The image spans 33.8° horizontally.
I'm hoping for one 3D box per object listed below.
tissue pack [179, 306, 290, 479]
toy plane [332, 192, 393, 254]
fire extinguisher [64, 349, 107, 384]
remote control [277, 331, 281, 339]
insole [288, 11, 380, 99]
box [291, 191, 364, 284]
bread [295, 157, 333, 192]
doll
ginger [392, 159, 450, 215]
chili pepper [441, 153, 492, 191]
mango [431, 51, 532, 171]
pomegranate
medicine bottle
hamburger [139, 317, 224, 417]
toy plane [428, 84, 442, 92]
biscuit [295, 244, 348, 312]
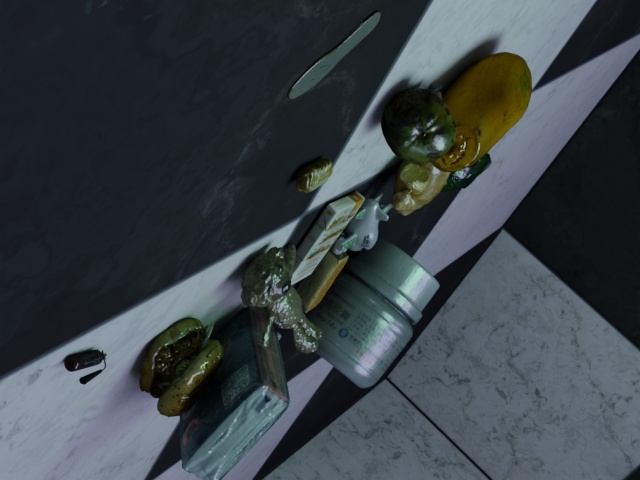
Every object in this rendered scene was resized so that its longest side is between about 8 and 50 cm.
[{"bbox_3d":[-0.171,0.286,2.007,0.228,0.103,0.315,-46,-159,12],"label":"tissue pack"},{"bbox_3d":[0.092,-0.032,2.222,0.174,0.080,0.174,-45,168,-13],"label":"toy plane"},{"bbox_3d":[-0.353,0.193,1.625,0.032,0.046,0.100,-38,168,20],"label":"fire extinguisher"},{"bbox_3d":[-0.183,0.273,2.358,0.250,0.034,0.103,-24,154,-55],"label":"remote control"},{"bbox_3d":[0.021,-0.266,1.526,0.188,0.004,0.064,-44,167,-11],"label":"insole"},{"bbox_3d":[-0.001,-0.001,2.135,0.122,0.032,0.220,-27,156,-56],"label":"box"},{"bbox_3d":[-0.011,-0.113,1.798,0.088,0.034,0.049,-36,149,-49],"label":"bread"},{"bbox_3d":[-0.069,0.133,2.005,0.202,0.091,0.286,-41,137,-42],"label":"doll"},{"bbox_3d":[0.217,-0.150,2.209,0.216,0.102,0.157,-59,157,-2],"label":"ginger"},{"bbox_3d":[0.315,-0.186,2.360,0.148,0.116,0.264,-48,170,-33],"label":"chili pepper"},{"bbox_3d":[0.303,-0.248,2.057,0.359,0.144,0.187,-49,-172,-34],"label":"mango"},{"bbox_3d":[0.186,-0.217,1.883,0.163,0.138,0.125,-51,-164,-24],"label":"pomegranate"},{"bbox_3d":[0.109,0.163,2.473,0.306,0.245,0.245,-51,166,-5],"label":"medicine bottle"},{"bbox_3d":[-0.242,0.226,1.897,0.185,0.113,0.177,-48,165,8],"label":"hamburger"},{"bbox_3d":[0.195,-0.262,1.989,0.083,0.031,0.078,-44,179,-21],"label":"toy plane"},{"bbox_3d":[-0.004,0.082,2.308,0.052,0.056,0.188,-28,158,-47],"label":"biscuit"}]
